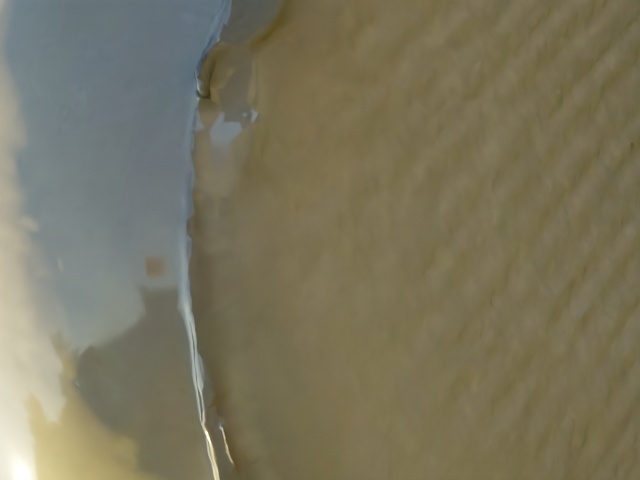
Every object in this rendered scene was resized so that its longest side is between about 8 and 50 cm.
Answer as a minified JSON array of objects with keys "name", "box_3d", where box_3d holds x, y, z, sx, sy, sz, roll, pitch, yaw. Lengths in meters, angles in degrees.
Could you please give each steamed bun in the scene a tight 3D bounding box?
[{"name":"steamed bun","box_3d":[0.000,0.000,0.600,0.241,0.374,0.374,-2,20,43]}]
